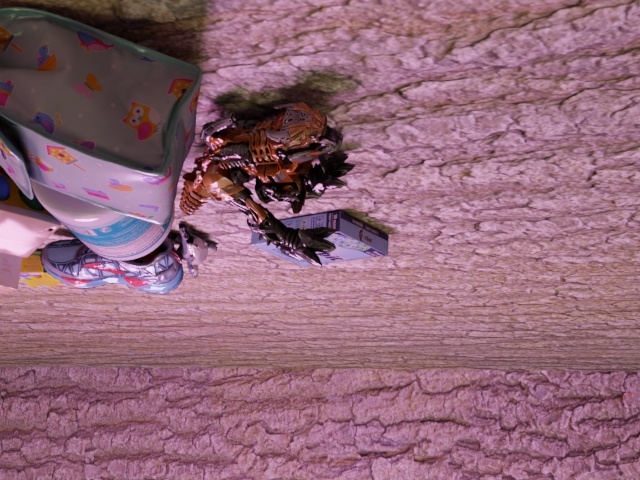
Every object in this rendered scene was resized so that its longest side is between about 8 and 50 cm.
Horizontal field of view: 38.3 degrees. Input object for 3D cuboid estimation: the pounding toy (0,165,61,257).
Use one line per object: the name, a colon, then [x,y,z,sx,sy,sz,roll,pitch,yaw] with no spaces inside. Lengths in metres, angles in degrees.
pounding toy: [-0.463,-0.093,1.210,0.094,0.181,0.206,-38,149,24]

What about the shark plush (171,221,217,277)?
shark plush: [-0.246,0.013,1.671,0.067,0.073,0.161,31,173,12]

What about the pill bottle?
pill bottle: [-0.283,-0.059,1.256,0.146,0.146,0.264,2,164,4]

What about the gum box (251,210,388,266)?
gum box: [0.000,0.000,1.595,0.184,0.041,0.157,-9,160,33]

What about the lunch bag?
lunch bag: [-0.272,-0.132,0.996,0.262,0.160,0.223,17,165,-7]

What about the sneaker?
sneaker: [-0.380,0.017,1.679,0.262,0.104,0.125,4,142,-3]

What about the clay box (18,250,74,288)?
clay box: [-0.604,0.061,1.894,0.222,0.053,0.127,-3,163,14]

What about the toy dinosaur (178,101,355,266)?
toy dinosaur: [-0.078,-0.091,1.196,0.218,0.164,0.322,31,169,-31]

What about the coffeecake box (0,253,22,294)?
coffeecake box: [-0.503,-0.028,1.331,0.068,0.185,0.142,-12,157,42]
